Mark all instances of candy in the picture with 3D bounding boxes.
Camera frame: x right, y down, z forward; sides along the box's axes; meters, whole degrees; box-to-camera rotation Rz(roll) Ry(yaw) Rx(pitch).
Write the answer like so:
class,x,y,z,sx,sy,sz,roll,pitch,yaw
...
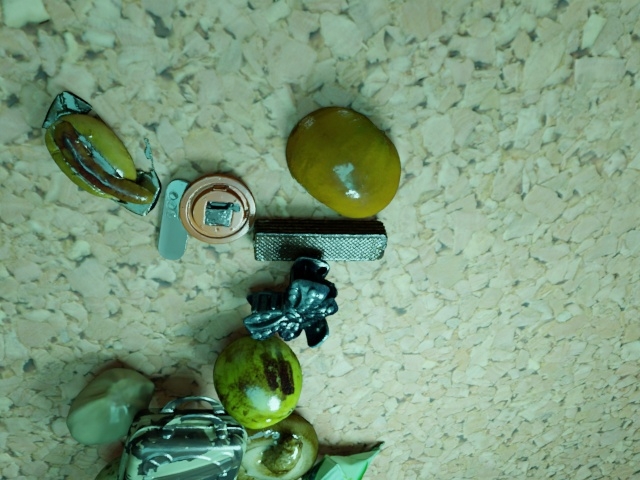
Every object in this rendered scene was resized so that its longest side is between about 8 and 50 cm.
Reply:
class,x,y,z,sx,sy,sz,roll,pitch,yaw
candy,0.084,0.886,1.574,0.263,0.172,0.398,-46,145,18

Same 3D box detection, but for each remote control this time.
class,x,y,z,sx,sy,sz,roll,pitch,yaw
remote control,-0.399,-0.054,1.165,0.077,0.022,0.244,12,113,-12

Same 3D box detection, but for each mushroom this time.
class,x,y,z,sx,sy,sz,roll,pitch,yaw
mushroom,-0.174,0.743,1.502,0.345,0.239,0.345,6,114,14

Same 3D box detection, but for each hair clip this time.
class,x,y,z,sx,sy,sz,roll,pitch,yaw
hair clip,-0.069,0.190,1.224,0.206,0.194,0.310,33,126,-30

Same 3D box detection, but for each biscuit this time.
class,x,y,z,sx,sy,sz,roll,pitch,yaw
biscuit,0.000,0.000,1.212,0.389,0.073,0.107,1,131,-8

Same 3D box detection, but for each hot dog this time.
class,x,y,z,sx,sy,sz,roll,pitch,yaw
hot dog,-0.532,-0.194,1.028,0.326,0.107,0.194,37,106,-23

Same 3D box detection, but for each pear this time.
class,x,y,z,sx,sy,sz,roll,pitch,yaw
pear,-0.189,0.427,1.291,0.284,0.283,0.283,-3,117,-7

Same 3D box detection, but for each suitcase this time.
class,x,y,z,sx,sy,sz,roll,pitch,yaw
suitcase,-0.401,0.618,1.265,0.352,0.194,0.339,11,107,-25

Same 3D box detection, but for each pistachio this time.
class,x,y,z,sx,sy,sz,roll,pitch,yaw
pistachio,-0.666,0.529,1.327,0.332,0.207,0.226,-38,160,17

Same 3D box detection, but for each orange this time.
class,x,y,z,sx,sy,sz,roll,pitch,yaw
orange,0.065,-0.202,1.124,0.274,0.274,0.310,-44,83,13

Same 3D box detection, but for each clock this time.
class,x,y,z,sx,sy,sz,roll,pitch,yaw
clock,-0.277,-0.081,1.141,0.205,0.051,0.205,-7,120,-13

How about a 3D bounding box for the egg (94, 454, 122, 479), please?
class,x,y,z,sx,sy,sz,roll,pitch,yaw
egg,-0.651,0.913,1.460,0.288,0.287,0.379,-3,117,-7
